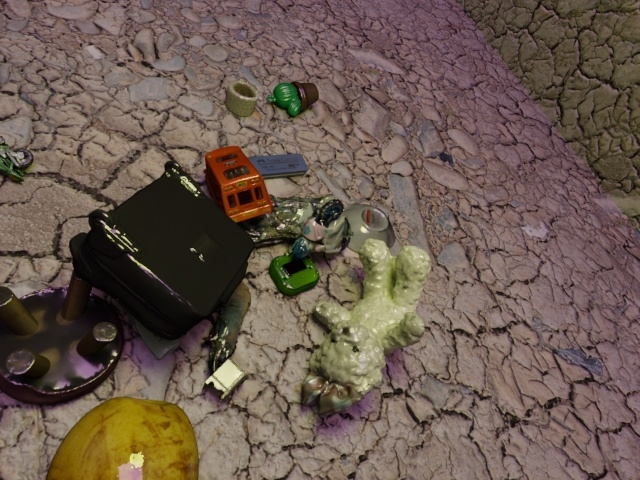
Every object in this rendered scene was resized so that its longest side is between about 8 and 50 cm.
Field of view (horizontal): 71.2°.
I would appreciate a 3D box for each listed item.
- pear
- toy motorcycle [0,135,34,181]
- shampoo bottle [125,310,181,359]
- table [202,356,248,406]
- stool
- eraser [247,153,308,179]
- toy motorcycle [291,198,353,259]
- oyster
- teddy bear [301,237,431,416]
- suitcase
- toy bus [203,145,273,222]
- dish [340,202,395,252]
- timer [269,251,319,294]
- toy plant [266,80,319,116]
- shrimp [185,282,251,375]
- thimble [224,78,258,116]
[{"bbox_3d":[-0.357,0.429,0.823,0.281,0.280,0.280,12,53,-16],"label":"pear"},{"bbox_3d":[-0.872,-0.218,1.178,0.190,0.074,0.106,14,62,-16],"label":"toy motorcycle"},{"bbox_3d":[-0.428,0.201,1.098,0.190,0.041,0.069,45,56,11],"label":"shampoo bottle"},{"bbox_3d":[-0.228,0.339,1.066,0.062,0.079,0.083,41,52,9],"label":"table"},{"bbox_3d":[-0.564,0.193,0.954,0.272,0.178,0.272,13,51,-17],"label":"stool"},{"bbox_3d":[-0.156,-0.255,1.545,0.225,0.036,0.081,-10,64,-30],"label":"eraser"},{"bbox_3d":[-0.004,-0.004,1.333,0.204,0.239,0.108,-37,42,-13],"label":"toy motorcycle"},{"bbox_3d":[-0.114,-0.077,1.377,0.351,0.158,0.162,-13,87,-13],"label":"oyster"},{"bbox_3d":[0.103,0.208,1.166,0.328,0.375,0.362,13,15,38],"label":"teddy bear"},{"bbox_3d":[-0.334,0.024,1.030,0.339,0.188,0.345,43,29,-11],"label":"suitcase"},{"bbox_3d":[-0.251,-0.173,1.289,0.143,0.153,0.329,-19,33,-13],"label":"toy bus"},{"bbox_3d":[0.170,-0.056,1.523,0.230,0.081,0.229,12,54,-16],"label":"dish"},{"bbox_3d":[-0.076,0.093,1.329,0.140,0.047,0.128,-18,66,-35],"label":"timer"},{"bbox_3d":[-0.107,-0.552,1.741,0.201,0.105,0.142,-21,81,-15],"label":"toy plant"},{"bbox_3d":[-0.285,0.199,1.149,0.178,0.075,0.289,16,53,-3],"label":"shrimp"},{"bbox_3d":[-0.289,-0.523,1.639,0.115,0.090,0.102,15,52,-13],"label":"thimble"}]
